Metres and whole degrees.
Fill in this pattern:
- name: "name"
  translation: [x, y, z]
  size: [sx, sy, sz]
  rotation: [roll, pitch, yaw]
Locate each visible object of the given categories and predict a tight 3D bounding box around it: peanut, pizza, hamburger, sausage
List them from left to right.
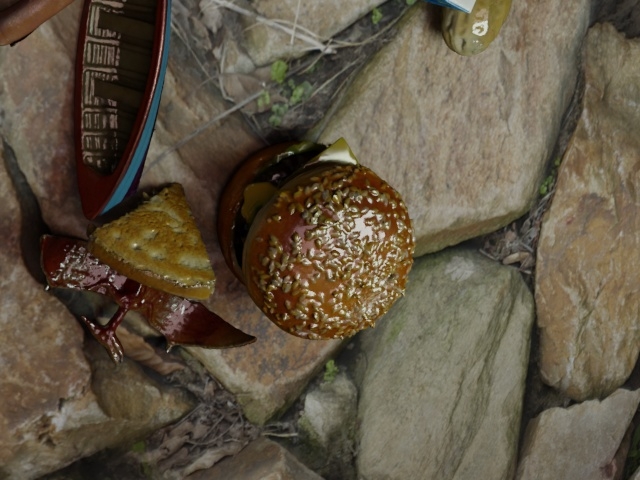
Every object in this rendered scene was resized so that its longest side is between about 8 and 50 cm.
- name: "sausage"
  translation: [-0.330, -0.298, 1.046]
  size: [0.177, 0.047, 0.040]
  rotation: [-37, 150, 4]
- name: "pizza"
  translation: [-0.223, -0.006, 1.191]
  size: [0.188, 0.199, 0.062]
  rotation: [28, 129, -16]
- name: "hamburger"
  translation: [0.000, 0.000, 1.276]
  size: [0.291, 0.225, 0.291]
  rotation: [-10, 114, -25]
- name: "peanut"
  translation: [0.252, -0.411, 1.305]
  size: [0.101, 0.117, 0.263]
  rotation: [16, 104, 8]

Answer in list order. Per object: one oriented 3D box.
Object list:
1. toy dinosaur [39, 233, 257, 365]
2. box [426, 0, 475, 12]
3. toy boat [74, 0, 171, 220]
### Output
- name: "toy dinosaur"
  translation: [-0.262, 0.071, 1.228]
  size: [0.207, 0.113, 0.327]
  rotation: [-37, 122, -15]
- name: "box"
  translation: [0.192, -0.439, 1.232]
  size: [0.073, 0.139, 0.194]
  rotation: [16, 104, -34]
- name: "toy boat"
  translation: [-0.251, -0.216, 1.106]
  size: [0.079, 0.136, 0.392]
  rotation: [-20, 126, -58]
